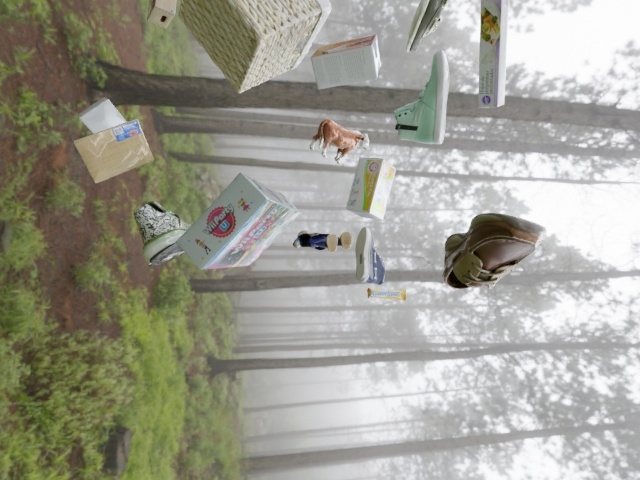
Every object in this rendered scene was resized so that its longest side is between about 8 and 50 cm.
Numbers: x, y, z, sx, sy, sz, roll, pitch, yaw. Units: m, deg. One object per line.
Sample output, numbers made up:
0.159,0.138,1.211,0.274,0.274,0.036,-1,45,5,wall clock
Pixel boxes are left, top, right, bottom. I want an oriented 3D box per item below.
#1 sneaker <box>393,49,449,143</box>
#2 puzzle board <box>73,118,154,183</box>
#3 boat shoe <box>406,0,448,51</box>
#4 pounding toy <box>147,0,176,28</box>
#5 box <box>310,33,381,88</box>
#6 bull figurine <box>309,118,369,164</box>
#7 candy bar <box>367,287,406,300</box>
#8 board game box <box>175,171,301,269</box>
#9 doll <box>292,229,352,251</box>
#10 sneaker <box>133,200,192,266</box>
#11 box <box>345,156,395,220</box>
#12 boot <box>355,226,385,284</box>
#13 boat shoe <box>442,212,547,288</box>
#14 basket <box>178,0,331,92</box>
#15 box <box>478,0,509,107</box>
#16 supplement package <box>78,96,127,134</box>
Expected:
0.283,-0.408,1.247,0.094,0.151,0.255,-16,111,-63,sneaker
-0.417,-0.183,0.890,0.011,0.128,0.096,37,-32,40,puzzle board
0.367,-0.759,1.480,0.305,0.091,0.109,107,-8,-66,boat shoe
-0.575,-0.869,1.617,0.141,0.100,0.130,-8,-105,54,pounding toy
0.075,-0.500,1.221,0.130,0.171,0.091,-72,152,-52,box
0.095,-0.469,2.086,0.188,0.311,0.101,-59,-138,16,bull figurine
0.234,0.191,1.550,0.018,0.162,0.040,154,-60,-65,candy bar
-0.190,-0.037,1.104,0.224,0.097,0.303,-46,169,7,board game box
0.000,0.000,1.033,0.189,0.129,0.046,5,-79,59,doll
-0.450,-0.042,1.310,0.182,0.158,0.410,62,-7,-5,sneaker
0.185,-0.190,1.595,0.103,0.114,0.203,12,-95,36,box
0.165,0.052,1.425,0.069,0.086,0.189,-33,-133,57,boot
0.313,0.036,0.820,0.324,0.123,0.116,85,23,-77,boat shoe
-0.202,-0.669,1.283,0.331,0.266,0.328,52,-24,-6,basket
0.511,-0.563,1.291,0.063,0.067,0.323,12,-60,39,box
-0.666,-0.352,1.397,0.105,0.105,0.179,35,-19,54,supplement package
